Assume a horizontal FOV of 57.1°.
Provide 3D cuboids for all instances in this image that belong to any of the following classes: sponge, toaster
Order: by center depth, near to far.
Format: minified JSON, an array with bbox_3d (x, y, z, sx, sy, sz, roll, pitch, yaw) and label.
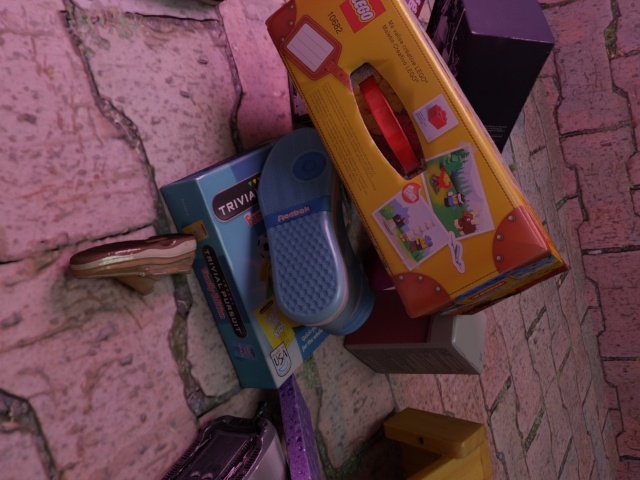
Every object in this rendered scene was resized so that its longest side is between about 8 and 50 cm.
[{"bbox_3d":[-0.120,0.343,0.792,0.227,0.129,0.146,-46,124,-52],"label":"toaster"},{"bbox_3d":[-0.030,0.308,0.895,0.210,0.031,0.117,-105,179,-56],"label":"sponge"}]

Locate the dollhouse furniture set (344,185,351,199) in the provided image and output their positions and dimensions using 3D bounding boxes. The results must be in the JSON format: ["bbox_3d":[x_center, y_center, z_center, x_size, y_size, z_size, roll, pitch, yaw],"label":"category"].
[{"bbox_3d":[0.150,-0.176,1.304,0.259,0.135,0.262,-46,121,-61],"label":"dollhouse furniture set"}]

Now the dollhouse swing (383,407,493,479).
[{"bbox_3d":[0.160,0.534,1.079,0.305,0.315,0.346,-7,89,-33],"label":"dollhouse swing"}]

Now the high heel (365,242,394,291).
[{"bbox_3d":[0.209,0.049,1.365,0.377,0.127,0.181,22,95,-55],"label":"high heel"}]

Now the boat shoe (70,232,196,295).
[{"bbox_3d":[-0.229,0.037,0.756,0.190,0.068,0.072,-12,106,-54],"label":"boat shoe"}]

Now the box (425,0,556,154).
[{"bbox_3d":[0.354,-0.425,1.354,0.312,0.179,0.343,103,-9,-50],"label":"box"}]

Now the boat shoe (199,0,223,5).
[{"bbox_3d":[-0.204,-0.406,0.870,0.228,0.069,0.081,-18,98,-54],"label":"boat shoe"}]

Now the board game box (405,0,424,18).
[{"bbox_3d":[0.163,-0.491,1.325,0.145,0.027,0.281,9,105,-54],"label":"board game box"}]

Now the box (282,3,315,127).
[{"bbox_3d":[0.010,-0.336,1.167,0.183,0.056,0.231,1,83,-54],"label":"box"}]

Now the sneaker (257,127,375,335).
[{"bbox_3d":[0.000,0.000,0.912,0.208,0.127,0.318,49,34,-59],"label":"sneaker"}]

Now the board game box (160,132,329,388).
[{"bbox_3d":[-0.082,0.025,0.947,0.254,0.079,0.336,-39,115,-51],"label":"board game box"}]

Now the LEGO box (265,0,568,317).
[{"bbox_3d":[0.166,-0.139,0.937,0.372,0.193,0.500,13,49,-63],"label":"LEGO box"}]

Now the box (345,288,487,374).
[{"bbox_3d":[0.190,0.180,1.162,0.148,0.232,0.126,44,49,-41],"label":"box"}]
